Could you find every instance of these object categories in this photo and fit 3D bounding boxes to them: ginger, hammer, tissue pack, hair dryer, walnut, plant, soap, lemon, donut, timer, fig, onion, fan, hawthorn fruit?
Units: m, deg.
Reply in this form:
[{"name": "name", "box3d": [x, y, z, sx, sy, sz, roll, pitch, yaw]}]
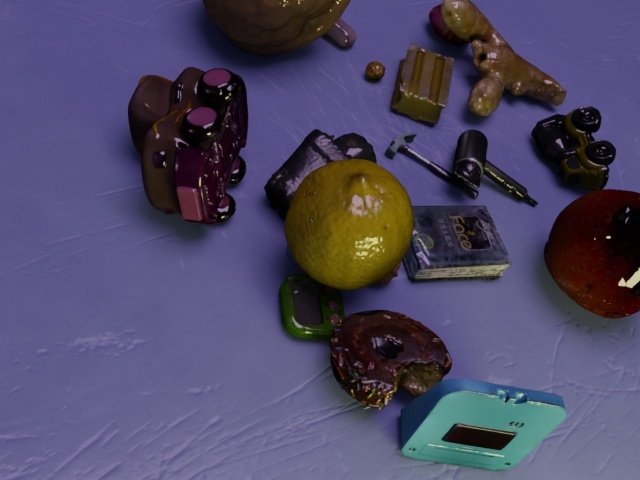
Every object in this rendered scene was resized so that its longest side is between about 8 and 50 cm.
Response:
[{"name": "ginger", "box3d": [0.488, -0.498, 2.284, 0.348, 0.122, 0.363, -1, 62, -38]}, {"name": "hammer", "box3d": [0.282, -0.180, 2.024, 0.246, 0.029, 0.103, 32, 49, 4]}, {"name": "tissue pack", "box3d": [0.286, 0.004, 1.843, 0.236, 0.073, 0.173, -1, 54, -22]}, {"name": "hair dryer", "box3d": [0.430, -0.145, 2.016, 0.248, 0.078, 0.195, 32, 36, -9]}, {"name": "walnut", "box3d": [0.122, 0.048, 1.741, 0.096, 0.082, 0.079, 33, 80, 13]}, {"name": "plant", "box3d": [0.003, -0.146, 1.798, 0.256, 0.164, 0.142, -30, 68, -25]}, {"name": "soap", "box3d": [0.268, -0.410, 2.172, 0.135, 0.076, 0.233, 20, 47, -5]}, {"name": "lemon", "box3d": [0.055, -0.030, 1.598, 0.267, 0.267, 0.267, 11, 50, -13]}, {"name": "donut", "box3d": [0.118, 0.226, 1.560, 0.216, 0.096, 0.230, 34, 40, 31]}, {"name": "timer", "box3d": [0.282, 0.310, 1.476, 0.232, 0.250, 0.091, 13, 50, -13]}, {"name": "fig", "box3d": [0.151, -0.444, 2.175, 0.050, 0.050, 0.083, 44, 28, 15]}, {"name": "onion", "box3d": [0.394, -0.642, 2.365, 0.150, 0.140, 0.150, 20, 42, -19]}, {"name": "fan", "box3d": [-0.004, -0.605, 2.228, 0.244, 0.074, 0.130, 44, 39, 9]}, {"name": "timer", "box3d": [-0.018, 0.132, 1.636, 0.128, 0.047, 0.140, 7, 51, -19]}, {"name": "walnut", "box3d": [-0.110, -0.635, 2.006, 0.384, 0.383, 0.383, 11, 50, -13]}, {"name": "hawthorn fruit", "box3d": [0.646, 0.022, 1.820, 0.316, 0.316, 0.316, 11, 50, -13]}]

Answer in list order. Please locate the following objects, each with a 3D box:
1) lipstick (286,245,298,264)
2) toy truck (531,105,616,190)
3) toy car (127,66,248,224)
[{"name": "lipstick", "box3d": [0.000, 0.000, 1.749, 0.158, 0.048, 0.048, -28, 67, -36]}, {"name": "toy truck", "box3d": [0.653, -0.229, 2.151, 0.165, 0.147, 0.224, -11, 57, 0]}, {"name": "toy car", "box3d": [-0.282, -0.201, 1.681, 0.241, 0.271, 0.340, 8, 48, 8]}]
